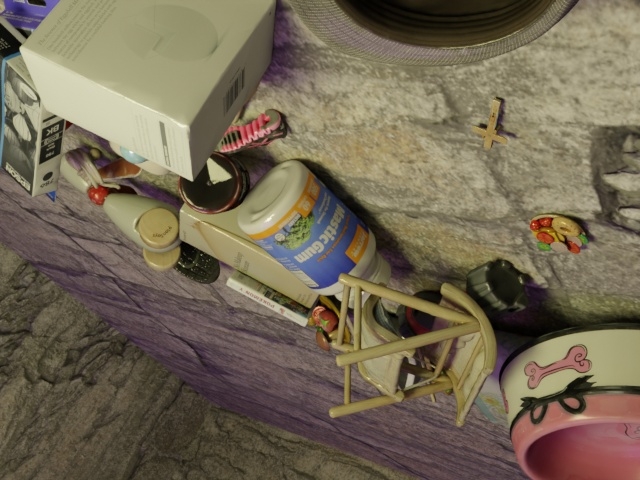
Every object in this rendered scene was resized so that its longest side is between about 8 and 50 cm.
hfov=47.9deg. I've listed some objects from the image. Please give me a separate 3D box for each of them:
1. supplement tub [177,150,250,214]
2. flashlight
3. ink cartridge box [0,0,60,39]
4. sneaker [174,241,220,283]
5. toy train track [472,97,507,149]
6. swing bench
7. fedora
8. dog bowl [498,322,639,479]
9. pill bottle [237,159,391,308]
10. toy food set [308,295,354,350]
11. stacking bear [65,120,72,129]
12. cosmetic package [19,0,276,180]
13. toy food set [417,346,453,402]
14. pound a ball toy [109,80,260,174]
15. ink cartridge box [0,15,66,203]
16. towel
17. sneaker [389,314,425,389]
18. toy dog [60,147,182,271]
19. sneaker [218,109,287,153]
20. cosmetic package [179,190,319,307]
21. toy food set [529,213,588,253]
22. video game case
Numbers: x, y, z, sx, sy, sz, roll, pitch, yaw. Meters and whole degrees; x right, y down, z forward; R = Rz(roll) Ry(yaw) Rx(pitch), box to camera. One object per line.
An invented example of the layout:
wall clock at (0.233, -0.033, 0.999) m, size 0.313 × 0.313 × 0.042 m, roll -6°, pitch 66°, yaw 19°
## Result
supplement tub at (-0.178, -0.099, 1.247) m, size 0.106 × 0.106 × 0.198 m, roll 29°, pitch -176°, yaw -1°
flashlight at (0.242, 0.111, 1.294) m, size 0.103 × 0.103 × 0.304 m, roll 3°, pitch 159°, yaw -19°
ink cartridge box at (-0.443, -0.300, 1.150) m, size 0.206 × 0.045 × 0.208 m, roll 19°, pitch 130°, yaw 35°
sneaker at (-0.362, 0.008, 1.750) m, size 0.286 × 0.109 × 0.130 m, roll 38°, pitch 163°, yaw 2°
toy train track at (0.216, -0.147, 0.899) m, size 0.048 × 0.014 × 0.083 m, roll 27°, pitch 152°, yaw 20°
swing bench at (0.148, 0.194, 1.232) m, size 0.254 × 0.165 × 0.253 m, roll 3°, pitch 146°, yaw -1°
fedora at (0.102, -0.275, 0.626) m, size 0.275 × 0.124 × 0.244 m, roll -1°, pitch 146°, yaw 34°
dog bowl at (0.501, 0.309, 1.191) m, size 0.407 × 0.150 × 0.408 m, roll 10°, pitch 142°, yaw 7°
pill bottle at (0.000, 0.000, 1.255) m, size 0.272 × 0.152 × 0.152 m, roll 42°, pitch 153°, yaw -28°
toy food set at (0.005, 0.190, 1.641) m, size 0.218 × 0.071 × 0.128 m, roll 32°, pitch 148°, yaw 60°
stacking bear at (-0.598, -0.277, 1.354) m, size 0.289 × 0.175 × 0.164 m, roll 17°, pitch 128°, yaw 1°
cosmetic package at (-0.207, -0.235, 0.917) m, size 0.224 × 0.224 × 0.138 m, roll 27°, pitch 156°, yaw 4°
toy food set at (0.246, 0.252, 1.488) m, size 0.038 × 0.132 × 0.192 m, roll -17°, pitch 179°, yaw 17°
pound a ball toy at (-0.230, -0.199, 1.128) m, size 0.208 × 0.136 × 0.319 m, roll 31°, pitch 157°, yaw -5°
ink cartridge box at (-0.509, -0.194, 1.211) m, size 0.165 × 0.065 × 0.333 m, roll 42°, pitch 142°, yaw 8°
towel at (0.444, 0.297, 1.456) m, size 0.320 × 0.090 × 0.374 m, roll 4°, pitch 147°, yaw 38°
sneaker at (0.166, 0.252, 1.653) m, size 0.146 × 0.105 × 0.296 m, roll 20°, pitch 149°, yaw 22°
toy dog at (-0.388, -0.096, 1.544) m, size 0.334 × 0.161 × 0.220 m, roll 51°, pitch 154°, yaw -12°
sneaker at (-0.105, -0.161, 1.143) m, size 0.119 × 0.047 × 0.057 m, roll -19°, pitch 152°, yaw 21°
cosmetic package at (-0.119, 0.000, 1.436) m, size 0.309 × 0.113 × 0.160 m, roll 27°, pitch 156°, yaw 1°
toy food set at (0.340, -0.009, 1.030) m, size 0.083 × 0.020 × 0.082 m, roll 4°, pitch 146°, yaw 43°
video game case at (-0.090, 0.095, 1.541) m, size 0.183 × 0.023 × 0.201 m, roll 28°, pitch -160°, yaw 1°
